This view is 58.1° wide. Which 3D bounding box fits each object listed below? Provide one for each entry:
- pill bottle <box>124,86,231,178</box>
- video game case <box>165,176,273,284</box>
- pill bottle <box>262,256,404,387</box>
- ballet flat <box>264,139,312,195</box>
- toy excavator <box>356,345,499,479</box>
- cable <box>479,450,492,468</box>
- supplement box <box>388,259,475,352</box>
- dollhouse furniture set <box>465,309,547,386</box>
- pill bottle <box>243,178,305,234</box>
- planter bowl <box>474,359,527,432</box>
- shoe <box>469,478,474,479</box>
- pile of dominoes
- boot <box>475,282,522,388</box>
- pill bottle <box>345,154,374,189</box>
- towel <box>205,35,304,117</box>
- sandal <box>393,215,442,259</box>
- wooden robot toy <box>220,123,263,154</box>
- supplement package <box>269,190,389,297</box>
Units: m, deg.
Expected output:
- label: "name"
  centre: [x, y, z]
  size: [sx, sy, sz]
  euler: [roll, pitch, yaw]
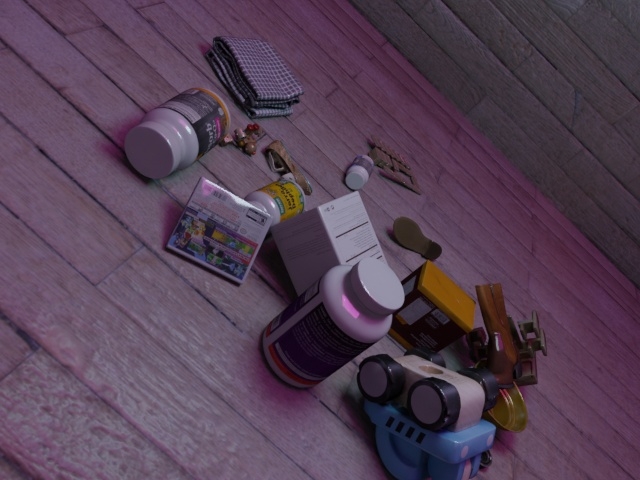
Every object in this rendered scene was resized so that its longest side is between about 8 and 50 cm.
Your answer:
- label: "pill bottle"
  centre: [-0.350, -0.268, 1.429]
  size: [0.162, 0.162, 0.278]
  euler: [42, 35, -7]
- label: "video game case"
  centre: [-0.231, -0.021, 1.344]
  size: [0.201, 0.023, 0.183]
  euler: [30, 74, -24]
- label: "pill bottle"
  centre: [0.028, 0.175, 1.244]
  size: [0.181, 0.323, 0.181]
  euler: [28, 39, -25]
- label: "ballet flat"
  centre: [-0.103, -0.209, 1.731]
  size: [0.067, 0.073, 0.206]
  euler: [-26, 72, -26]
- label: "toy excavator"
  centre: [0.272, 0.508, 1.285]
  size: [0.222, 0.445, 0.433]
  euler: [1, 12, -45]
- label: "cable"
  centre: [0.350, 0.496, 1.486]
  size: [0.287, 0.072, 0.139]
  euler: [45, 33, -3]
- label: "supplement box"
  centre: [0.295, 0.200, 1.615]
  size: [0.191, 0.194, 0.129]
  euler: [41, 34, -8]
- label: "dollhouse furniture set"
  centre: [0.600, 0.318, 1.821]
  size: [0.242, 0.212, 0.161]
  euler: [62, 29, -25]
- label: "pill bottle"
  centre: [-0.136, -0.083, 1.510]
  size: [0.117, 0.117, 0.208]
  euler: [50, 35, 4]
- label: "planter bowl"
  centre: [0.484, 0.459, 1.650]
  size: [0.217, 0.090, 0.217]
  euler: [27, 40, -26]
- label: "shoe"
  centre: [0.412, 0.638, 1.426]
  size: [0.178, 0.063, 0.081]
  euler: [49, 33, -6]
- label: "pile of dominoes"
  centre: [0.283, -0.288, 2.248]
  size: [0.251, 0.040, 0.196]
  euler: [26, 38, -40]
- label: "boot"
  centre: [0.481, 0.258, 1.591]
  size: [0.264, 0.096, 0.280]
  euler: [-6, 84, -50]
- label: "pill bottle"
  centre: [0.133, -0.233, 1.978]
  size: [0.078, 0.078, 0.137]
  euler: [41, 35, -9]
- label: "towel"
  centre: [-0.207, -0.542, 1.888]
  size: [0.235, 0.121, 0.284]
  euler: [-19, 71, -52]
- label: "sandal"
  centre: [0.314, -0.014, 1.978]
  size: [0.240, 0.088, 0.079]
  euler: [33, 5, -30]
- label: "wooden robot toy"
  centre: [-0.211, -0.289, 1.682]
  size: [0.173, 0.076, 0.079]
  euler: [-22, 84, -53]
- label: "supplement package"
  centre: [0.038, 0.055, 1.427]
  size: [0.175, 0.177, 0.293]
  euler: [-26, 95, -49]
